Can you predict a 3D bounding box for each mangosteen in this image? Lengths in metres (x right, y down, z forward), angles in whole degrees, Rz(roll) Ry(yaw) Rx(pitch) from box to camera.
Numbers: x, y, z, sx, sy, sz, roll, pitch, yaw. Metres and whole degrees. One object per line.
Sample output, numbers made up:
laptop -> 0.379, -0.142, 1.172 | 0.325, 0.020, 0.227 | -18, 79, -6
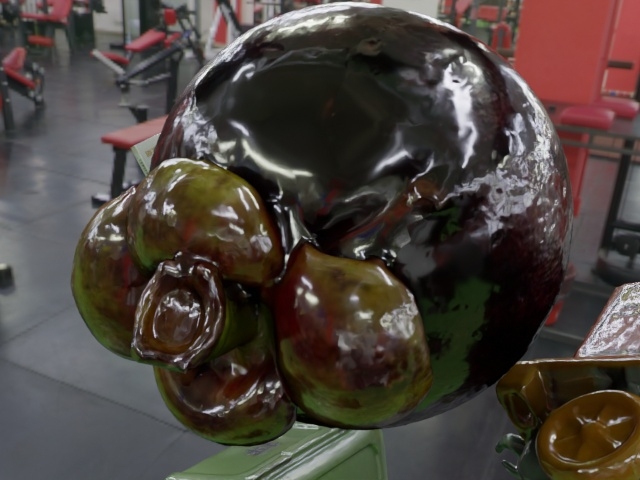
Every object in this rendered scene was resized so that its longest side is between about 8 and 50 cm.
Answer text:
mangosteen -> 0.000, 0.000, 0.467 | 0.307, 0.306, 0.347 | 19, 37, 33

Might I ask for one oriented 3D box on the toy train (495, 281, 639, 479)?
toy train -> 0.275, 0.120, 0.423 | 0.369, 0.163, 0.231 | -15, 24, 51

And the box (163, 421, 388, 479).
box -> -0.052, 0.373, 0.885 | 0.178, 0.252, 0.329 | -5, 1, 35

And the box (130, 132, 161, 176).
box -> -0.149, -0.057, 0.832 | 0.090, 0.166, 0.024 | -34, 15, -29
